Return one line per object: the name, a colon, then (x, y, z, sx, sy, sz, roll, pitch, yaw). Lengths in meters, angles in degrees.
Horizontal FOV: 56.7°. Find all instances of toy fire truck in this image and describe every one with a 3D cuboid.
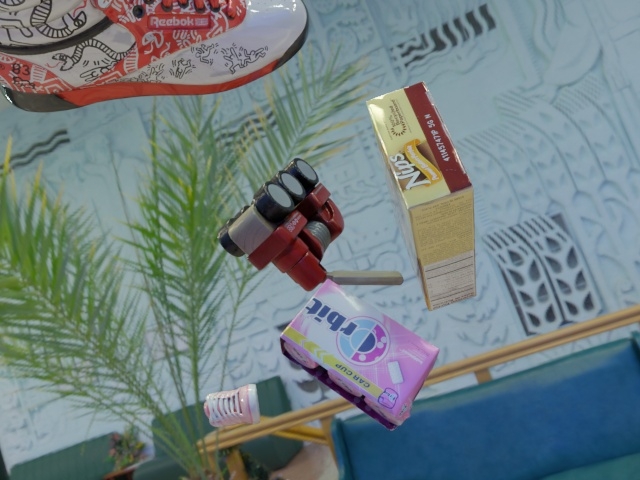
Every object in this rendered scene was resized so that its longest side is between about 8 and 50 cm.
toy fire truck: (0.000, 0.000, 0.937, 0.158, 0.246, 0.217, -41, 6, 25)

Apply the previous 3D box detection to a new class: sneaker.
sneaker: (-0.120, 0.225, 0.796, 0.070, 0.051, 0.134, -5, -17, -14)
sneaker: (-0.129, -0.185, 0.453, 0.269, 0.090, 0.145, -15, -21, -13)

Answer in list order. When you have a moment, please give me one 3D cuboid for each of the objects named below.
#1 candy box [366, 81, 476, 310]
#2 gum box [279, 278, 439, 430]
candy box: (0.153, -0.047, 0.852, 0.087, 0.183, 0.316, -18, -32, 6)
gum box: (0.053, 0.149, 0.774, 0.107, 0.188, 0.062, -49, -22, -26)
